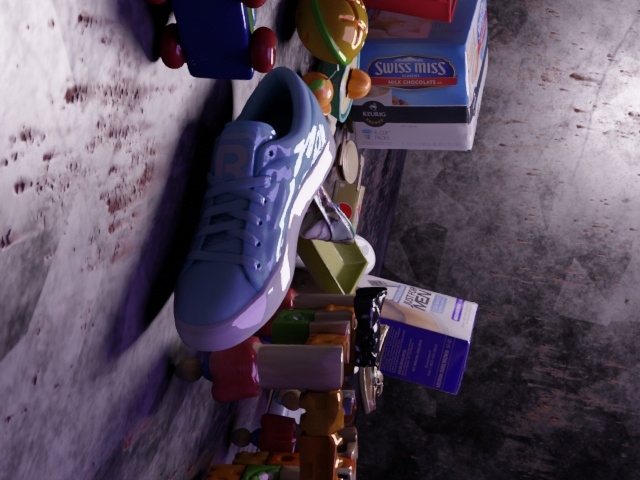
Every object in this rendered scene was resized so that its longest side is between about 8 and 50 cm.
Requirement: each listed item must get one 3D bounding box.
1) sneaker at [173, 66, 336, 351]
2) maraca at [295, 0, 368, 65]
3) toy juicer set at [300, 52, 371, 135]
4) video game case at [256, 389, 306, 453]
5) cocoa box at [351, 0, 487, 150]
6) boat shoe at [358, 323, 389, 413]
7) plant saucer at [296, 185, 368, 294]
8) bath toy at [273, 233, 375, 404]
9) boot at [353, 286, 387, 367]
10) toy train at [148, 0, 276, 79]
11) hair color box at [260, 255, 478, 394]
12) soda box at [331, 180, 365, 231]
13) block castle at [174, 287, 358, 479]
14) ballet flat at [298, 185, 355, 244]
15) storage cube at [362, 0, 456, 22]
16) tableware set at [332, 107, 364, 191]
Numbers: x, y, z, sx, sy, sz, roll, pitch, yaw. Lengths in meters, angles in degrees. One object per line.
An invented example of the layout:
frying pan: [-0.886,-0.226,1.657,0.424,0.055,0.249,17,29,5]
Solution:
sneaker: [-0.093,-0.052,1.085,0.150,0.135,0.366,64,33,-42]
maraca: [0.016,-0.324,1.374,0.185,0.099,0.127,-88,154,-48]
toy juicer set: [0.031,-0.230,1.602,0.329,0.090,0.209,68,35,-74]
video game case: [-0.093,0.458,1.922,0.300,0.036,0.329,77,27,-68]
cocoa box: [0.200,-0.362,1.898,0.347,0.231,0.228,-68,157,-50]
boat shoe: [0.083,0.196,1.496,0.056,0.048,0.153,85,6,-50]
plant saucer: [0.000,0.000,1.626,0.188,0.045,0.188,59,20,-9]
bath toy: [0.004,0.145,1.830,0.129,0.151,0.348,-23,-133,53]
boot: [0.070,0.122,1.369,0.121,0.045,0.099,-39,127,-75]
toy train: [-0.093,-0.264,0.832,0.248,0.105,0.143,85,10,-61]
hair color box: [0.088,0.138,1.647,0.185,0.339,0.110,-51,153,-69]
soda box: [0.046,-0.032,2.037,0.061,0.058,0.181,-8,109,-80]
block castle: [-0.061,0.239,1.342,0.453,0.213,0.303,-55,145,-82]
ballet flat: [-0.020,-0.054,1.478,0.079,0.077,0.221,-51,133,-24]
storage cube: [0.145,-0.498,1.612,0.215,0.193,0.183,65,38,-76]
tableware set: [0.053,-0.204,1.915,0.128,0.039,0.194,51,44,-58]
